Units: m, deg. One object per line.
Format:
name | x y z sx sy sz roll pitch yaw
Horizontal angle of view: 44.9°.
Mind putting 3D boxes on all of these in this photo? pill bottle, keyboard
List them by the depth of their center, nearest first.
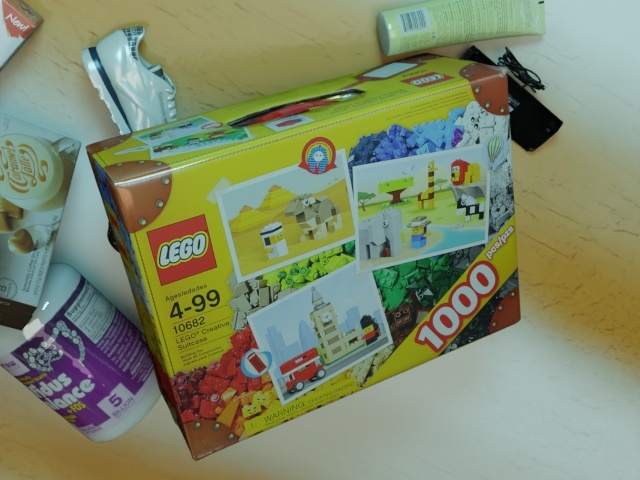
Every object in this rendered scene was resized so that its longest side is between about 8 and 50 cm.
pill bottle | -0.374 0.141 1.121 0.169 0.169 0.301 -38 113 9
keyboard | 0.278 -0.218 1.139 0.192 0.038 0.100 34 128 -21

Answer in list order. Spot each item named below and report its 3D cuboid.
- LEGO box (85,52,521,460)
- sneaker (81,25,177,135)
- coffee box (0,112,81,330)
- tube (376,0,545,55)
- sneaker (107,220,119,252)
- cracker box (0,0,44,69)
LEGO box | 0.000 0.000 1.021 0.500 0.193 0.373 -20 116 -20
sneaker | -0.230 -0.170 1.057 0.094 0.090 0.235 -28 116 -6
coffee box | -0.410 -0.029 0.989 0.141 0.247 0.098 20 148 -25
tube | 0.199 -0.307 1.072 0.240 0.062 0.070 -14 156 -6
sneaker | -0.161 0.001 1.114 0.283 0.124 0.107 2 113 -9
cracker box | -0.494 -0.250 0.992 0.232 0.067 0.155 -44 112 11
